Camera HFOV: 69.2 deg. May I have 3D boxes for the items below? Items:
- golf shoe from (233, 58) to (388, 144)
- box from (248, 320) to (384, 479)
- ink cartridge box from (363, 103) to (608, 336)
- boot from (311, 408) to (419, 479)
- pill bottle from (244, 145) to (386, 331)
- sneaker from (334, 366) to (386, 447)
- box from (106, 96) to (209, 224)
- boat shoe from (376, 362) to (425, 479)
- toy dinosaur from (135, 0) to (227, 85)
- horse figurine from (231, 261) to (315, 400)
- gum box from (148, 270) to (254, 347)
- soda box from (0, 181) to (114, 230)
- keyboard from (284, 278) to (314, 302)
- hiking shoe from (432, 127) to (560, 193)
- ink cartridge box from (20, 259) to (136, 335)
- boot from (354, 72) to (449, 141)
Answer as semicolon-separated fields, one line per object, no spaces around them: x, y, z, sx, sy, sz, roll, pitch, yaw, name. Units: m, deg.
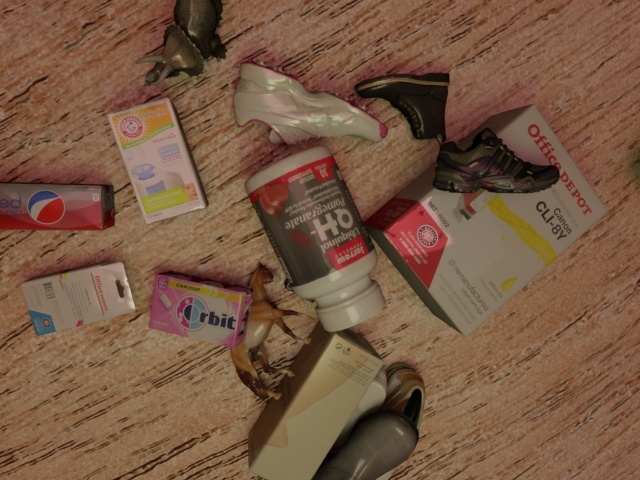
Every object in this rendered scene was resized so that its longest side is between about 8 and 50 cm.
-0.023;-0.236;0.901;0.306;0.115;0.140;21;103;-5;golf shoe
-0.016;0.325;0.943;0.121;0.148;0.311;32;89;-11;box
0.329;-0.045;0.949;0.384;0.160;0.279;-41;101;-3;ink cartridge box
0.046;0.479;0.871;0.118;0.223;0.338;41;117;2;boot
0.000;0.000;0.873;0.176;0.176;0.319;-25;94;-6;pill bottle
0.084;0.358;1.002;0.080;0.094;0.212;35;114;4;sneaker
-0.294;-0.144;0.857;0.114;0.103;0.203;-17;100;-8;box
0.141;0.421;1.002;0.113;0.103;0.302;16;94;-11;boat shoe
-0.215;-0.404;0.810;0.121;0.160;0.314;14;95;-12;toy dinosaur
-0.112;0.199;0.931;0.174;0.066;0.263;27;104;22;horse figurine
-0.225;0.130;0.891;0.188;0.062;0.107;11;95;11;gum box
-0.519;-0.062;0.833;0.263;0.092;0.083;0;98;-10;soda box
0.011;0.044;0.975;0.108;0.023;0.180;30;92;-12;keyboard
0.312;-0.140;0.812;0.226;0.086;0.114;-1;97;-6;hiking shoe
-0.448;0.102;0.881;0.181;0.061;0.104;-13;99;-8;ink cartridge box
0.172;-0.264;0.943;0.197;0.077;0.137;-6;103;-8;boot
